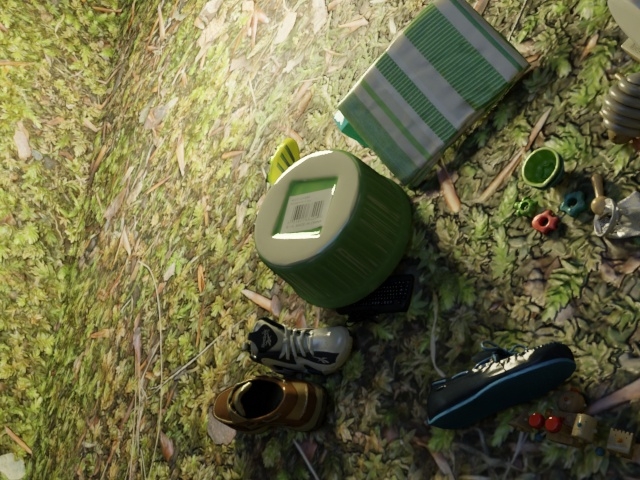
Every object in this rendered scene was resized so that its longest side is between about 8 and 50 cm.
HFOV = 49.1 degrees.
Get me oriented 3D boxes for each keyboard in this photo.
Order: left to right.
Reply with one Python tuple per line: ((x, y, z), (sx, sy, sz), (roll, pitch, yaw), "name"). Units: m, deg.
((0.092, 0.112, 1.337), (0.192, 0.038, 0.100), (-11, 61, 49), "keyboard")

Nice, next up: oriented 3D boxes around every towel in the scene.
((0.208, -0.291, 1.347), (0.325, 0.038, 0.247), (-46, 68, 25), "towel")

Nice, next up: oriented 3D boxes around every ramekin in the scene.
((0.013, -0.033, 1.381), (0.304, 0.148, 0.303), (-23, 49, 30), "ramekin")

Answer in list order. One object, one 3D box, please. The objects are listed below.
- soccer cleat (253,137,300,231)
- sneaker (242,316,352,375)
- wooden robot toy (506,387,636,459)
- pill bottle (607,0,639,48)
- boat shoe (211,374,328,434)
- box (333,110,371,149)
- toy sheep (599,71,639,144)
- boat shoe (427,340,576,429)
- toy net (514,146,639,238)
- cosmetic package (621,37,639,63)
((-0.073, -0.115, 1.661), (0.121, 0.093, 0.289), (1, 62, 20), "soccer cleat")
((-0.061, 0.203, 1.376), (0.235, 0.153, 0.094), (-13, 60, 47), "sneaker")
((0.334, 0.231, 0.937), (0.173, 0.076, 0.079), (-1, 58, 51), "wooden robot toy")
((0.538, -0.375, 0.922), (0.283, 0.161, 0.161), (-43, 40, 13), "pill bottle")
((-0.127, 0.321, 1.418), (0.324, 0.120, 0.122), (-19, 56, 45), "boat shoe")
((0.145, -0.311, 1.468), (0.244, 0.101, 0.060), (-48, 41, 23), "box")
((0.454, -0.200, 1.021), (0.091, 0.091, 0.132), (-123, 33, -50), "toy sheep")
((0.247, 0.197, 1.034), (0.258, 0.109, 0.089), (-32, 43, 34), "boat shoe")
((0.385, -0.053, 1.058), (0.122, 0.045, 0.232), (-59, 36, 8), "toy net")
((0.509, -0.277, 1.037), (0.060, 0.041, 0.115), (-48, 39, 21), "cosmetic package")
